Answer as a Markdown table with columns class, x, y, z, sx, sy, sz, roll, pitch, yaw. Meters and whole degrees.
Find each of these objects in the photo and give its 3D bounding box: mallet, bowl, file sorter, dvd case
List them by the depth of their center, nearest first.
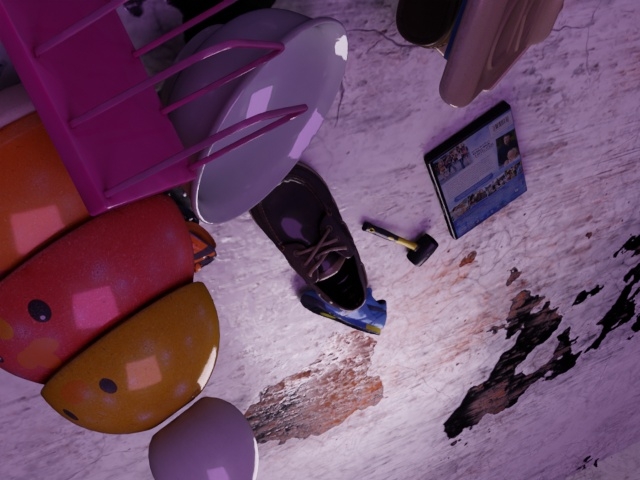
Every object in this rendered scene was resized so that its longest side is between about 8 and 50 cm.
| class | x | y | z | sx | sy | sz | roll | pitch | yaw |
| --- | --- | --- | --- | --- | --- | --- | --- | --- | --- |
| file sorter | -0.159 | -0.206 | 0.737 | 0.182 | 0.291 | 0.202 | -24 | -175 | 18 |
| bowl | -0.105 | -0.177 | 0.998 | 0.298 | 0.134 | 0.298 | -50 | 167 | -16 |
| dvd case | 0.295 | -0.123 | 1.482 | 0.180 | 0.022 | 0.253 | -34 | 141 | -3 |
| mallet | 0.140 | 0.006 | 1.484 | 0.189 | 0.039 | 0.062 | 13 | 122 | -38 |

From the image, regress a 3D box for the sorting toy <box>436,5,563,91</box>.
| class | x | y | z | sx | sy | sz | roll | pitch | yaw |
| --- | --- | --- | --- | --- | --- | --- | --- | --- | --- |
| sorting toy | 0.262 | -0.353 | 1.229 | 0.208 | 0.038 | 0.193 | 27 | 109 | -44 |

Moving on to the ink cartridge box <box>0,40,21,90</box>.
| class | x | y | z | sx | sy | sz | roll | pitch | yaw |
| --- | --- | --- | --- | --- | --- | --- | --- | --- | --- |
| ink cartridge box | -0.372 | -0.217 | 0.800 | 0.176 | 0.127 | 0.128 | -38 | 141 | 1 |

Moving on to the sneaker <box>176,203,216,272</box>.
| class | x | y | z | sx | sy | sz | roll | pitch | yaw |
| --- | --- | --- | --- | --- | --- | --- | --- | --- | --- |
| sneaker | -0.225 | 0.069 | 1.191 | 0.180 | 0.125 | 0.321 | -29 | 140 | -9 |

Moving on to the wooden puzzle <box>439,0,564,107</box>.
| class | x | y | z | sx | sy | sz | roll | pitch | yaw |
| --- | --- | --- | --- | --- | --- | --- | --- | --- | --- |
| wooden puzzle | 0.270 | -0.376 | 1.062 | 0.348 | 0.080 | 0.322 | -38 | 152 | -46 |

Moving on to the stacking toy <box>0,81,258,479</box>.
| class | x | y | z | sx | sy | sz | roll | pitch | yaw |
| --- | --- | --- | --- | --- | --- | --- | --- | --- | --- |
| stacking toy | -0.224 | 0.087 | 0.875 | 0.350 | 0.480 | 0.350 | -38 | 175 | -4 |

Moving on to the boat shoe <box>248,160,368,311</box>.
| class | x | y | z | sx | sy | sz | roll | pitch | yaw |
| --- | --- | --- | --- | --- | --- | --- | --- | --- | --- |
| boat shoe | 0.000 | 0.000 | 1.290 | 0.132 | 0.130 | 0.355 | -39 | 141 | 1 |

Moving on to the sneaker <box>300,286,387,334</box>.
| class | x | y | z | sx | sy | sz | roll | pitch | yaw |
| --- | --- | --- | --- | --- | --- | --- | --- | --- | --- |
| sneaker | 0.047 | 0.116 | 1.504 | 0.209 | 0.069 | 0.082 | 24 | 79 | -38 |

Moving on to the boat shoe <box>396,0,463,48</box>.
| class | x | y | z | sx | sy | sz | roll | pitch | yaw |
| --- | --- | --- | --- | --- | --- | --- | --- | --- | --- |
| boat shoe | 0.187 | -0.413 | 1.071 | 0.104 | 0.110 | 0.307 | -23 | 140 | -64 |
